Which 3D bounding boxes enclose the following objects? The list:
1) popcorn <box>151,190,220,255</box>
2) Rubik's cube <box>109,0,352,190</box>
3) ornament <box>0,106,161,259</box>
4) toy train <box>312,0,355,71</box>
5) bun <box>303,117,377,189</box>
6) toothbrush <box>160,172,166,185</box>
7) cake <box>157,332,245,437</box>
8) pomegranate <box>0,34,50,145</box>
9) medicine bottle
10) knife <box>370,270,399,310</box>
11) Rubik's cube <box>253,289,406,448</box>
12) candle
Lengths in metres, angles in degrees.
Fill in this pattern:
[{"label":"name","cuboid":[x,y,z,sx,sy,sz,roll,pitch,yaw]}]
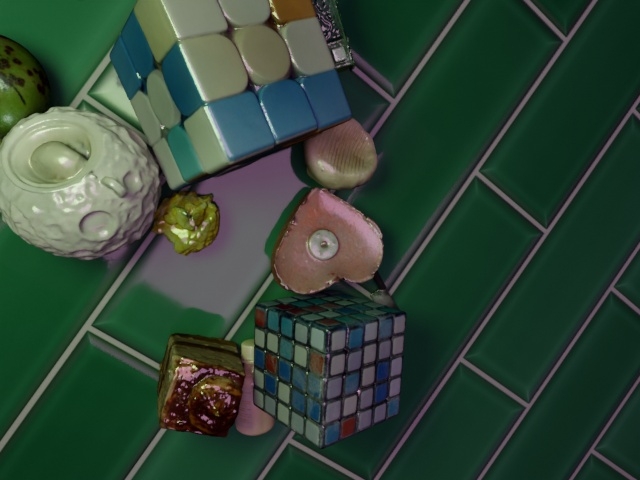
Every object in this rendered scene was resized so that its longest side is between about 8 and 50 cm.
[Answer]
[{"label":"popcorn","cuboid":[-0.348,-0.049,1.172,0.174,0.142,0.173,-7,124,-10]},{"label":"Rubik's cube","cuboid":[-0.200,-0.343,1.001,0.344,0.347,0.346,-30,103,-34]},{"label":"ornament","cuboid":[-0.533,-0.119,1.022,0.337,0.337,0.337,-2,98,-12]},{"label":"toy train","cuboid":[-0.025,-0.522,1.148,0.159,0.188,0.271,-20,103,-8]},{"label":"bun","cuboid":[0.043,-0.227,1.224,0.231,0.133,0.231,12,64,-27]},{"label":"toothbrush","cuboid":[-0.348,-0.240,1.199,0.025,0.019,0.275,43,87,-19]},{"label":"cake","cuboid":[-0.310,0.374,1.149,0.199,0.293,0.196,17,93,-18]},{"label":"pomegranate","cuboid":[-0.722,-0.298,1.004,0.242,0.242,0.305,-10,108,-11]},{"label":"medicine bottle","cuboid":[-0.186,0.406,1.270,0.114,0.114,0.252,-2,98,-12]},{"label":"knife","cuboid":[0.188,0.173,1.374,0.060,0.028,0.230,-30,106,5]},{"label":"Rubik's cube","cuboid":[0.020,0.305,1.169,0.292,0.287,0.293,-5,100,-41]},{"label":"candle","cuboid":[0.000,0.000,1.258,0.317,0.131,0.287,-17,93,-19]}]
